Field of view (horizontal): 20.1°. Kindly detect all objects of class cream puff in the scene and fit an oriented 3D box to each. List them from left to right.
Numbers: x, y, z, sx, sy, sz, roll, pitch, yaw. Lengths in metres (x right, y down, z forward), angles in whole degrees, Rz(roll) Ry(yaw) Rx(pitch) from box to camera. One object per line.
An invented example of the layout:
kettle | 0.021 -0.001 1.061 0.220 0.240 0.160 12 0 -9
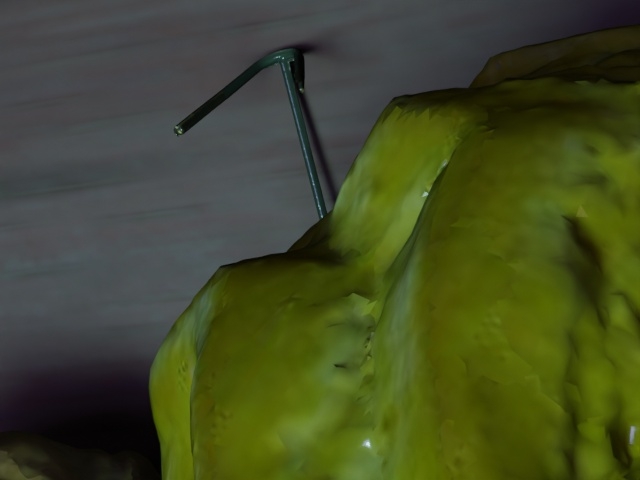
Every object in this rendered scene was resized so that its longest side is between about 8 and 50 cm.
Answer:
cream puff | 0.083 0.082 0.413 0.274 0.270 0.323 25 80 4

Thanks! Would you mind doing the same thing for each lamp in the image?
lamp | 0.001 0.001 0.591 0.041 0.054 0.121 -13 107 26

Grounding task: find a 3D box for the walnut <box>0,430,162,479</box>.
walnut | -0.124 0.177 0.613 0.198 0.198 0.245 46 122 5
